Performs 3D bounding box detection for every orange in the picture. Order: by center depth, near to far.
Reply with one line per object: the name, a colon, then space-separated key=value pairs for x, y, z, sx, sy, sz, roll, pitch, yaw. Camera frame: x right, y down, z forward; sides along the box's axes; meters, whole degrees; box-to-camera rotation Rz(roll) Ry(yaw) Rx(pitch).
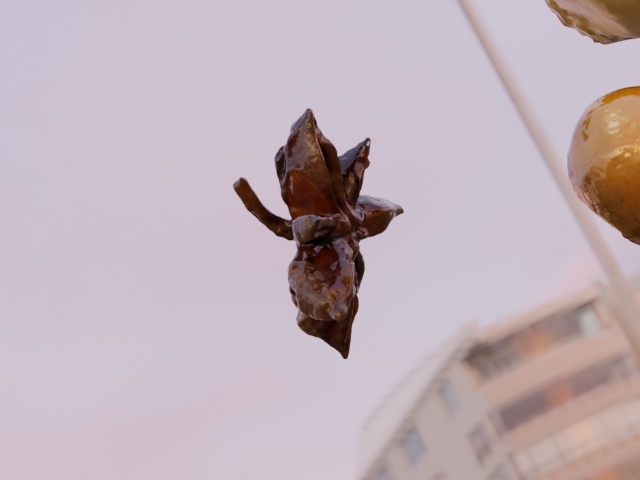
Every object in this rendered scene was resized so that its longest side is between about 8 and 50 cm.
orange: x=0.159 y=-0.037 z=0.906 sx=0.070 sy=0.083 sz=0.083 roll=-50 pitch=-28 yaw=19

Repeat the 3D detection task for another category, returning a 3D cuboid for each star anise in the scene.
star anise: x=0.006 y=0.000 z=1.714 sx=0.111 sy=0.212 sz=0.196 roll=-15 pitch=-15 yaw=28

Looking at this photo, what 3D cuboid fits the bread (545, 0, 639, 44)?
bread: x=0.175 y=-0.324 z=1.224 sx=0.250 sy=0.361 sz=0.394 roll=8 pitch=-30 yaw=36
